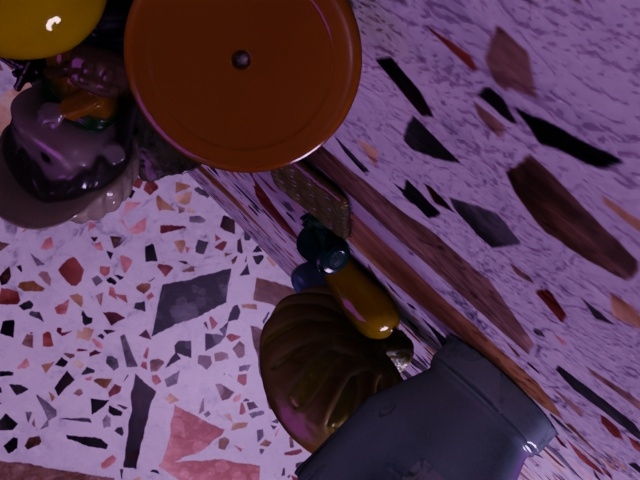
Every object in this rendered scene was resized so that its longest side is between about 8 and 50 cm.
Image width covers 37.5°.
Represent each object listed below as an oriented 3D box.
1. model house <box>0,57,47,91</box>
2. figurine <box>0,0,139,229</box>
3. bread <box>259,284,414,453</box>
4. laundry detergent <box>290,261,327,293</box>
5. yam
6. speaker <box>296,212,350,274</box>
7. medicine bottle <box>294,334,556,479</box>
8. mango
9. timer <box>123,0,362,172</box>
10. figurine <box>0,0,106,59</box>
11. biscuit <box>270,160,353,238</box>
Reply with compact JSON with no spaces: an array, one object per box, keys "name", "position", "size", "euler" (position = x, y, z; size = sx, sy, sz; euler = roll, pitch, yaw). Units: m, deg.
[{"name":"model house","position":[-0.377,-0.300,1.245],"size":[0.164,0.203,0.141],"euler":[37,-161,-21]},{"name":"figurine","position":[-0.287,-0.168,1.161],"size":[0.185,0.332,0.204],"euler":[43,-154,22]},{"name":"bread","position":[0.040,0.206,1.563],"size":[0.333,0.160,0.333],"euler":[32,-143,-28]},{"name":"laundry detergent","position":[0.014,0.118,1.911],"size":[0.143,0.094,0.290],"euler":[44,175,-33]},{"name":"yam","position":[-0.235,-0.185,1.290],"size":[0.107,0.107,0.194],"euler":[34,149,61]},{"name":"speaker","position":[0.004,-0.003,1.387],"size":[0.075,0.060,0.094],"euler":[39,137,43]},{"name":"medicine bottle","position":[0.148,0.296,1.278],"size":[0.245,0.290,0.245],"euler":[43,175,5]},{"name":"mango","position":[0.060,0.086,1.485],"size":[0.161,0.076,0.103],"euler":[53,-179,-1]},{"name":"timer","position":[-0.040,-0.126,0.583],"size":[0.132,0.132,0.152],"euler":[46,-163,-14]},{"name":"figurine","position":[-0.349,-0.325,0.942],"size":[0.343,0.187,0.215],"euler":[48,-174,26]},{"name":"biscuit","position":[-0.016,-0.063,1.183],"size":[0.139,0.016,0.231],"euler":[39,173,7]}]
